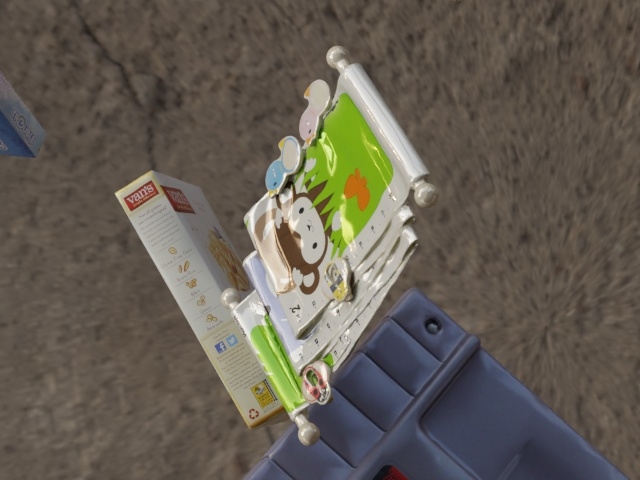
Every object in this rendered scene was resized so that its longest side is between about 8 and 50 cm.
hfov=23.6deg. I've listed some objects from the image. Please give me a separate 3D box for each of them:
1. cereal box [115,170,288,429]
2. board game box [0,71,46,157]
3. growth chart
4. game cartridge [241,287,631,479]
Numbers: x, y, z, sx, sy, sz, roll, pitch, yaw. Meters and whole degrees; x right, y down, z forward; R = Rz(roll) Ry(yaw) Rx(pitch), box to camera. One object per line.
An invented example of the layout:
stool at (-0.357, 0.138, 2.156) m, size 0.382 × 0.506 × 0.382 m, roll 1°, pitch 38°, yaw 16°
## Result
cereal box at (-0.088, 0.054, 1.385) m, size 0.047 × 0.173 × 0.240 m, roll -31°, pitch 82°, yaw 7°
board game box at (-0.211, -0.081, 0.850) m, size 0.090 × 0.090 × 0.020 m, roll 5°, pitch 60°, yaw 22°
growth chart at (0.000, 0.000, 1.065) m, size 0.172 × 0.021 × 0.237 m, roll 52°, pitch 127°, yaw 38°
game cartridge at (0.130, 0.231, 1.132) m, size 0.355 × 0.068 × 0.230 m, roll 42°, pitch 60°, yaw 2°
